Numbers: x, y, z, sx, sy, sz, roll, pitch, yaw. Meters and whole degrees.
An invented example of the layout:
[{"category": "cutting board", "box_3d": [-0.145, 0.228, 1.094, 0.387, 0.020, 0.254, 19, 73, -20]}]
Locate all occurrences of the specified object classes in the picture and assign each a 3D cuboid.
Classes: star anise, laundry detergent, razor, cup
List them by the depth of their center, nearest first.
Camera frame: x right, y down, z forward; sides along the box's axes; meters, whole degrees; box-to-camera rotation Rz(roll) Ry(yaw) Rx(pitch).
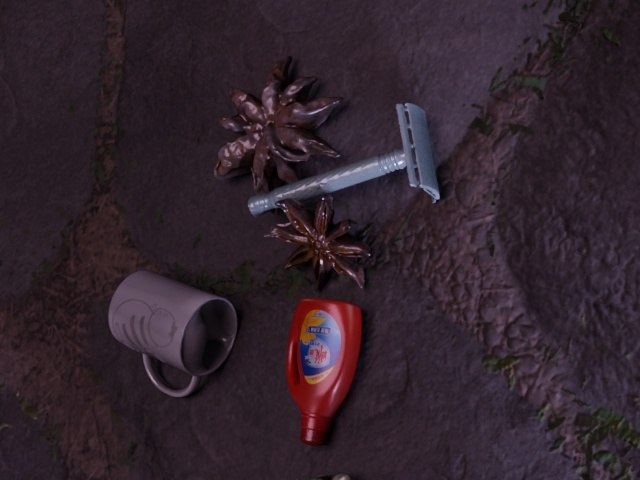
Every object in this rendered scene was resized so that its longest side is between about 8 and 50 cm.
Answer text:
[{"category": "laundry detergent", "box_3d": [-0.003, 0.150, 1.585, 0.097, 0.049, 0.165, 1, 78, 41]}, {"category": "star anise", "box_3d": [-0.001, 0.000, 1.605, 0.141, 0.141, 0.042, -3, 31, 33]}, {"category": "razor", "box_3d": [0.020, -0.070, 1.611, 0.232, 0.068, 0.106, -18, 66, 22]}, {"category": "cup", "box_3d": [-0.185, 0.116, 1.686, 0.133, 0.099, 0.136, 19, 86, 35]}, {"category": "star anise", "box_3d": [-0.063, -0.136, 1.701, 0.195, 0.065, 0.182, -41, 58, 20]}]

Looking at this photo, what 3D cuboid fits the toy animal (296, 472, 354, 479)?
[{"category": "toy animal", "box_3d": [-0.015, 0.359, 1.509, 0.121, 0.094, 0.225, 13, 84, 45]}]
